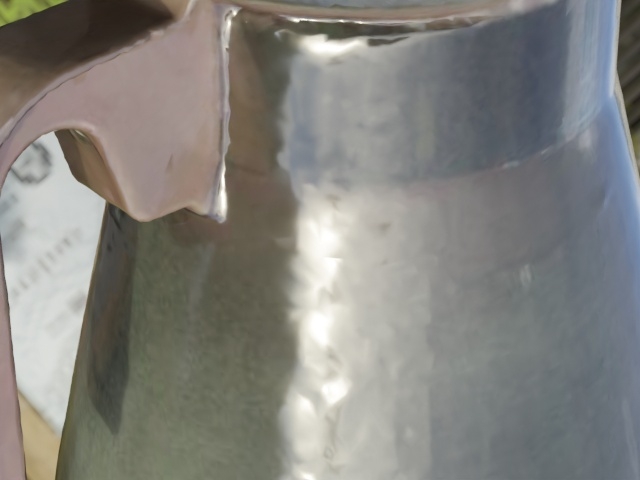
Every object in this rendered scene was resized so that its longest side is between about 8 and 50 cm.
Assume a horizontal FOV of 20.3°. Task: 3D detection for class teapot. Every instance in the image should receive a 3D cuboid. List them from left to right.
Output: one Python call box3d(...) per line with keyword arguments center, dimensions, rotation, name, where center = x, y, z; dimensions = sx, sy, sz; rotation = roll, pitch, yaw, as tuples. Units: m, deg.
box3d(center=(0.000, 0.000, 0.629), dimensions=(0.300, 0.253, 0.344), rotation=(-30, 132, -35), name="teapot")
